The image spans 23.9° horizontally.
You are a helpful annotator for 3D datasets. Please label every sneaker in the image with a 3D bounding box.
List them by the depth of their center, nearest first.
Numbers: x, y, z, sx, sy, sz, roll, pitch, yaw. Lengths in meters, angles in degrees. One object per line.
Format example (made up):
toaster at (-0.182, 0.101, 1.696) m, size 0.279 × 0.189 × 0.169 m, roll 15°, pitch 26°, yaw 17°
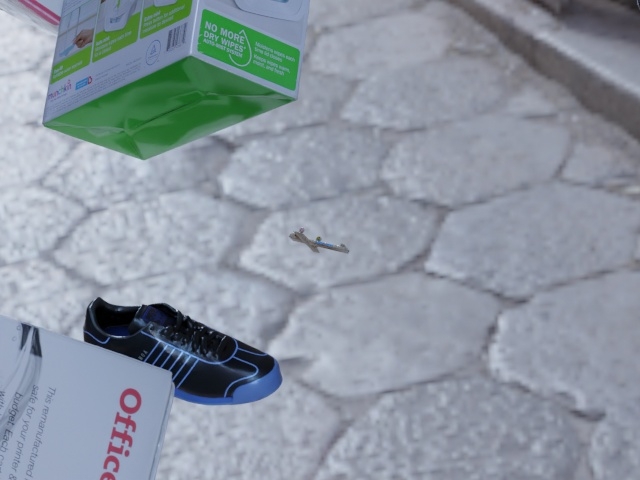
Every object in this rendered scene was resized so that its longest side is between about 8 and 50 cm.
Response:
sneaker at (-0.157, 0.119, 1.684) m, size 0.232 × 0.090 × 0.081 m, roll 6°, pitch 37°, yaw 12°

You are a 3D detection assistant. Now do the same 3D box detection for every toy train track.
toy train track at (0.000, 0.000, 1.736) m, size 0.083 × 0.048 × 0.014 m, roll 14°, pitch 69°, yaw 38°

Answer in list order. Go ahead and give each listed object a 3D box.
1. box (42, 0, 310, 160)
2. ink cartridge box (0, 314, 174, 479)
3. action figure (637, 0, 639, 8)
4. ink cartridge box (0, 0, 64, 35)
box at (-0.134, -0.224, 1.414) m, size 0.127 × 0.231 × 0.262 m, roll 20°, pitch -22°, yaw -35°
ink cartridge box at (-0.376, 0.219, 1.500) m, size 0.395 × 0.285 × 0.166 m, roll 21°, pitch -23°, yaw -23°
action figure at (0.382, -0.424, 2.051) m, size 0.164 × 0.275 × 0.141 m, roll -44°, pitch 31°, yaw 23°
ink cartridge box at (-0.313, -0.289, 1.608) m, size 0.218 × 0.158 × 0.092 m, roll 25°, pitch 85°, yaw 45°
